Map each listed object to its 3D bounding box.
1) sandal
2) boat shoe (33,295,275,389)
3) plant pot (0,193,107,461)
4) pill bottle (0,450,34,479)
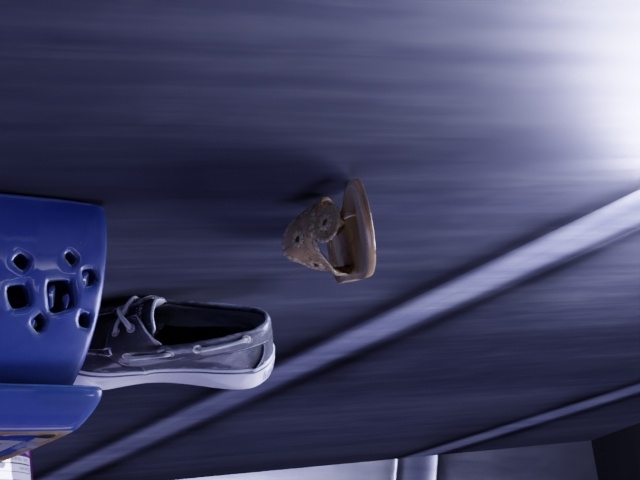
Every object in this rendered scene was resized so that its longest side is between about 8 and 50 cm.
[{"bbox_3d":[0.002,0.006,1.348,0.079,0.088,0.240,-12,169,-5],"label":"sandal"},{"bbox_3d":[-0.204,0.111,1.612,0.301,0.108,0.102,4,132,4],"label":"boat shoe"},{"bbox_3d":[-0.338,0.089,1.252,0.236,0.212,0.236,6,159,-38],"label":"plant pot"},{"bbox_3d":[-0.409,0.232,1.511,0.182,0.322,0.181,-7,164,-2],"label":"pill bottle"}]
